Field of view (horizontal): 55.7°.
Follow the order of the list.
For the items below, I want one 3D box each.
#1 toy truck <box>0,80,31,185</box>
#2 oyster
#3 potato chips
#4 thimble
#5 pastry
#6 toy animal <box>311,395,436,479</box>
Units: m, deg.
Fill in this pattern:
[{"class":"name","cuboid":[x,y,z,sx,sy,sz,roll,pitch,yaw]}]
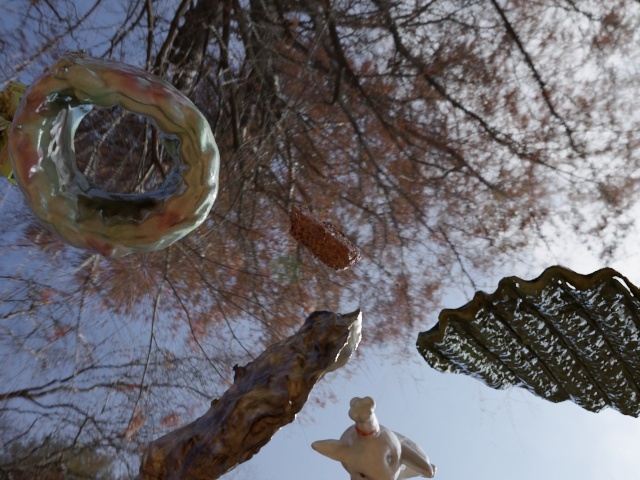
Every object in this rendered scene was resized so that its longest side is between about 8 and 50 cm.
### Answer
[{"class":"toy truck","cuboid":[-0.464,-0.170,0.932,0.116,0.191,0.085,17,-55,-47]},{"class":"oyster","cuboid":[-0.090,0.211,0.771,0.396,0.204,0.111,-38,-97,-11]},{"class":"potato chips","cuboid":[0.341,0.159,0.794,0.429,0.358,0.070,39,-128,-37]},{"class":"thimble","cuboid":[-0.208,-0.094,0.619,0.185,0.149,0.211,-31,-68,-5]},{"class":"pastry","cuboid":[-0.001,0.001,1.194,0.169,0.087,0.063,38,-68,6]},{"class":"toy animal","cuboid":[0.090,0.361,0.987,0.140,0.282,0.138,-37,-122,-2]}]
